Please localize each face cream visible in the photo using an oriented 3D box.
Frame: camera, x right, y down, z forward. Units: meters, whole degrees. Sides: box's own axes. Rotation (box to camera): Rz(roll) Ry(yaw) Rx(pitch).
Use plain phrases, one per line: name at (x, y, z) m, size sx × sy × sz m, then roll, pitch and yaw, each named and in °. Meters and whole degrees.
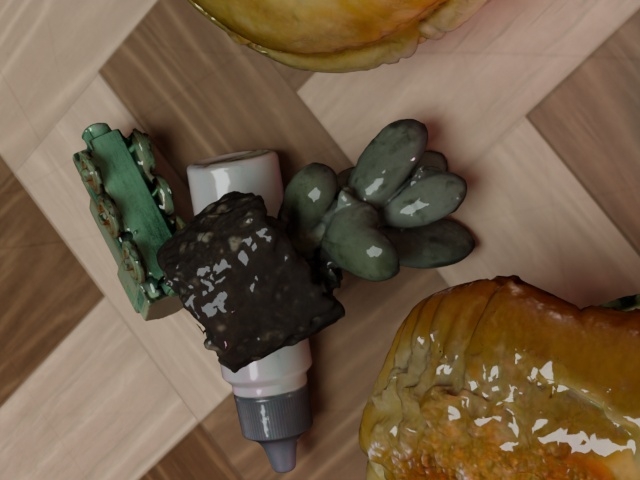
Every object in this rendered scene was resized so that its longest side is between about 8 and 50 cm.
face cream at (-0.060, 0.072, 1.660) m, size 0.092 × 0.092 × 0.311 m, roll -4°, pitch 99°, yaw 33°

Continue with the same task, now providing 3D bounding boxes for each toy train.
toy train at (-0.183, -0.020, 1.708) m, size 0.194 × 0.081 × 0.125 m, roll 61°, pitch 159°, yaw 17°

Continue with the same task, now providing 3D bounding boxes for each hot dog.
hot dog at (0.216, 0.189, 1.421) m, size 0.365 × 0.196 × 0.367 m, roll 10°, pitch 138°, yaw 24°

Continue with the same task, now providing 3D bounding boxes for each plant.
plant at (-0.002, -0.001, 1.533) m, size 0.274 × 0.149 × 0.146 m, roll -26°, pitch 122°, yaw -3°

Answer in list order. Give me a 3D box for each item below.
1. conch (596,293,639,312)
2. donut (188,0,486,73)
conch at (0.274, 0.070, 1.450) m, size 0.201 × 0.095 × 0.079 m, roll -19°, pitch 65°, yaw 34°
donut at (-0.004, -0.361, 1.451) m, size 0.449 × 0.198 × 0.449 m, roll 9°, pitch 108°, yaw 29°
